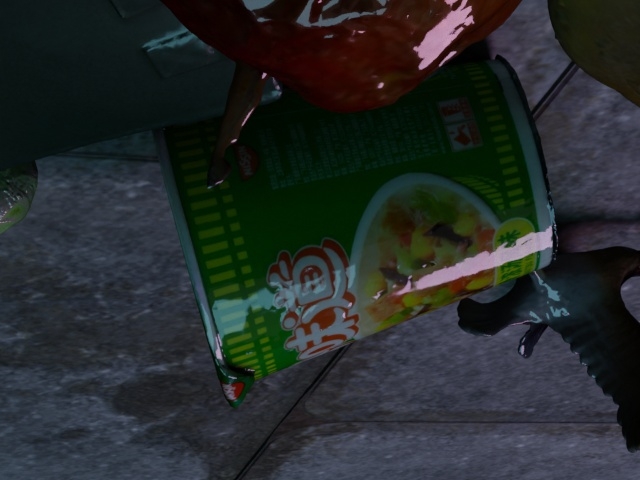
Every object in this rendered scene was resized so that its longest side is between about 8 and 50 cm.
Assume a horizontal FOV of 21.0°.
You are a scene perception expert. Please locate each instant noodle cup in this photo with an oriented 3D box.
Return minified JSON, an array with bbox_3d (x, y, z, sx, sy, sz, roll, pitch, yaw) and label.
[{"bbox_3d":[0.024,-0.019,1.127,0.232,0.207,0.207,-14,154,-4],"label":"instant noodle cup"}]

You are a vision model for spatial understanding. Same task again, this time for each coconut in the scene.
[{"bbox_3d":[-0.222,-0.041,1.123,0.083,0.082,0.081,-22,165,-25],"label":"coconut"}]

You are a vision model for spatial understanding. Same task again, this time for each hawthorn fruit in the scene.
[{"bbox_3d":[-0.006,-0.137,0.791,0.207,0.243,0.207,26,-176,-2],"label":"hawthorn fruit"}]

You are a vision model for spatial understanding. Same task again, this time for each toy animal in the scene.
[{"bbox_3d":[0.214,0.037,1.362,0.160,0.272,0.197,30,100,-27],"label":"toy animal"}]

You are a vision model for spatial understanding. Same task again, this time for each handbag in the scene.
[{"bbox_3d":[-0.168,-0.135,0.956,0.260,0.079,0.247,-14,154,10],"label":"handbag"}]

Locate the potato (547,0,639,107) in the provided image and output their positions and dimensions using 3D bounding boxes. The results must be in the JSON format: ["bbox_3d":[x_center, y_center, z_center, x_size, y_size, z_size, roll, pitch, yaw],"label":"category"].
[{"bbox_3d":[0.220,-0.153,0.954,0.191,0.141,0.296,-5,157,9],"label":"potato"}]
